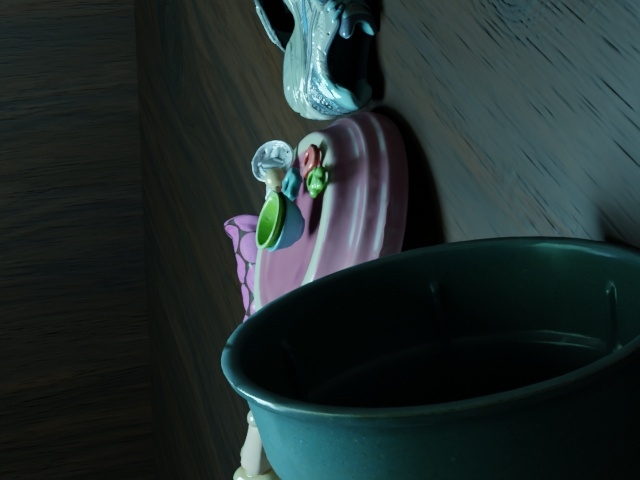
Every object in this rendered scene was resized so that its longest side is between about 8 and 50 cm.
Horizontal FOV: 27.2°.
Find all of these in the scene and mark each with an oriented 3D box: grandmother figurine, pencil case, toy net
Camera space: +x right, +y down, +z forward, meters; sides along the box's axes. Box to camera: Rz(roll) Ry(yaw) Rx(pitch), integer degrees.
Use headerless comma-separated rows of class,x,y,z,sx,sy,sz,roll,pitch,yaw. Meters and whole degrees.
grandmother figurine,-0.060,0.187,1.905,0.208,0.104,0.342,-93,11,-61
pencil case,-0.107,0.063,2.204,0.098,0.095,0.209,-18,75,39
toy net,-0.049,-0.077,1.582,0.232,0.045,0.122,-115,42,-62

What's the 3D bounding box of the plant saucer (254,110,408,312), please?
plant saucer,0.000,0.000,1.588,0.332,0.084,0.332,-166,90,-71

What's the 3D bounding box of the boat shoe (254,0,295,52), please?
boat shoe,-0.064,-0.369,1.679,0.105,0.113,0.306,-96,-3,-45

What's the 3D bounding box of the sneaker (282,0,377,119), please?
sneaker,0.020,-0.287,1.597,0.122,0.110,0.283,11,111,56

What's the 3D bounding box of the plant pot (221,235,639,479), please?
plant pot,0.127,0.208,1.024,0.341,0.341,0.334,-143,39,-69
